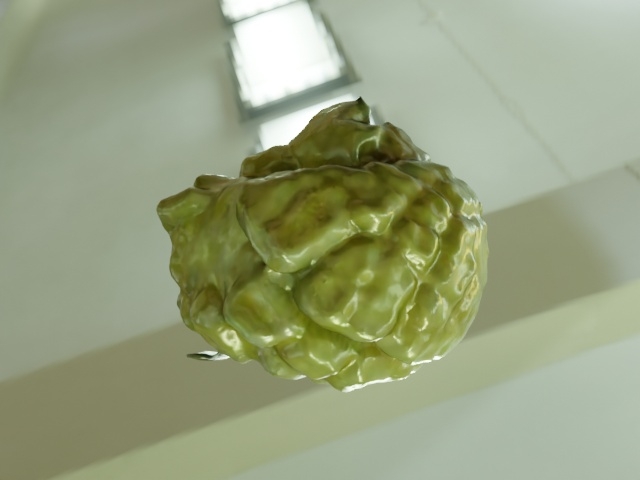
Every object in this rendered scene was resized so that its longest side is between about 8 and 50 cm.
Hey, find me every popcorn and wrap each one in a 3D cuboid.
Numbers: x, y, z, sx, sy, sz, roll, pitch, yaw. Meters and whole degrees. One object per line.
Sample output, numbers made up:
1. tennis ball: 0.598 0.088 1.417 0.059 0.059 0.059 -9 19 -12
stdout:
1. popcorn: -0.002 0.011 0.717 0.174 0.142 0.173 1 -151 -1
